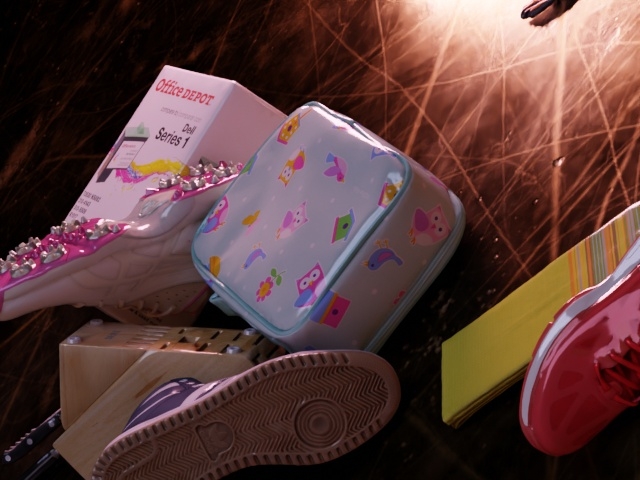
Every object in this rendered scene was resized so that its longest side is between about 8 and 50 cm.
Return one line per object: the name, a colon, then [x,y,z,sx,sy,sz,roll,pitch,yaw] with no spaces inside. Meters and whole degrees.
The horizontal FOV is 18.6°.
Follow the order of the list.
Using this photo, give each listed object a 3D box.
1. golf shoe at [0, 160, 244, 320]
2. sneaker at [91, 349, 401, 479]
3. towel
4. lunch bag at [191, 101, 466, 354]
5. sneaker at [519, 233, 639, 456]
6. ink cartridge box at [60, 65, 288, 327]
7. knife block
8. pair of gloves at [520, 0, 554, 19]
golf shoe: [-0.186,0.031,1.954,0.306,0.140,0.115,-24,18,-17]
sneaker: [-0.063,0.156,1.756,0.282,0.099,0.153,-21,6,6]
towel: [0.188,0.059,1.592,0.237,0.021,0.102,-39,27,30]
lunch bag: [0.000,0.000,1.842,0.224,0.108,0.279,-55,30,1]
sneaker: [0.240,0.076,1.421,0.221,0.087,0.128,-56,27,1]
ink cartridge box: [-0.162,-0.041,2.126,0.278,0.117,0.201,-58,28,-6]
knife block: [-0.175,0.205,1.909,0.275,0.242,0.088,2,15,14]
pair of gloves: [0.219,-0.251,1.879,0.074,0.010,0.083,-37,30,32]
